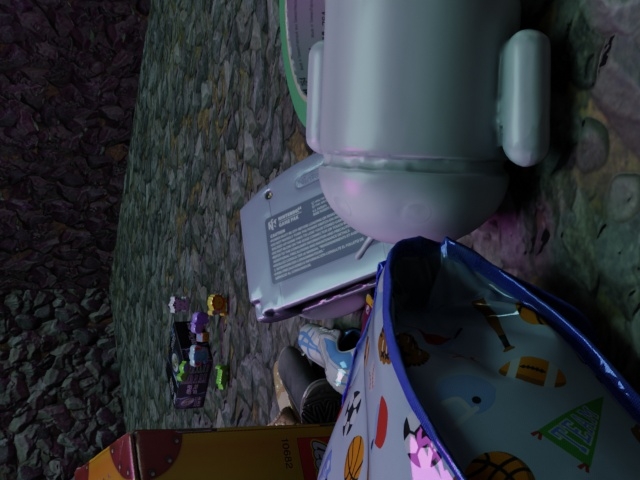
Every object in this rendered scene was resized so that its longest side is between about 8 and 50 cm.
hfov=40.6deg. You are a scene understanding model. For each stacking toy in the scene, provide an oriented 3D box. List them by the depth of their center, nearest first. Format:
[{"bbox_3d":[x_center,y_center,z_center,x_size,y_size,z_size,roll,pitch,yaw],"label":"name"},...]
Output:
[{"bbox_3d":[-0.287,0.234,2.037,0.167,0.052,0.221,-1,89,45],"label":"stacking toy"}]

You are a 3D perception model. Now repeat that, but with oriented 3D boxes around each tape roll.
[{"bbox_3d":[0.012,-0.319,1.240,0.321,0.077,0.321,175,90,-76],"label":"tape roll"}]

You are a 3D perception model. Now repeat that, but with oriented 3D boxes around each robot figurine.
[{"bbox_3d":[0.101,-0.146,0.898,0.300,0.200,0.353,10,100,44],"label":"robot figurine"}]

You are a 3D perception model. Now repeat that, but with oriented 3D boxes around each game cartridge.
[{"bbox_3d":[0.018,-0.023,1.149,0.297,0.062,0.198,-23,61,35],"label":"game cartridge"}]

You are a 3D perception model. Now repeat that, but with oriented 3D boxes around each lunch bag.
[{"bbox_3d":[0.136,0.227,0.772,0.385,0.239,0.327,55,143,45],"label":"lunch bag"}]

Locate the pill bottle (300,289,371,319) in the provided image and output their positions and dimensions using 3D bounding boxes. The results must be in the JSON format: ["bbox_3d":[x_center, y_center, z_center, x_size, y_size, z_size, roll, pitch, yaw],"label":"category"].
[{"bbox_3d":[0.000,0.000,1.278,0.117,0.117,0.214,124,140,-56],"label":"pill bottle"}]

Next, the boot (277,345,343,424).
[{"bbox_3d":[-0.017,0.234,1.372,0.208,0.076,0.189,-111,16,-54],"label":"boot"}]

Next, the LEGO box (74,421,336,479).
[{"bbox_3d":[-0.065,0.482,1.034,0.193,0.373,0.499,-39,54,44],"label":"LEGO box"}]

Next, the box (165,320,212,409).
[{"bbox_3d":[-0.341,0.320,2.226,0.147,0.078,0.180,-115,32,-46],"label":"box"}]

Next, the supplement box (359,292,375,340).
[{"bbox_3d":[0.098,0.169,1.074,0.104,0.081,0.188,-131,45,-59],"label":"supplement box"}]

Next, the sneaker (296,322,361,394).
[{"bbox_3d":[0.030,0.160,1.276,0.086,0.085,0.237,-62,20,1],"label":"sneaker"}]

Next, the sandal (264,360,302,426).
[{"bbox_3d":[-0.074,0.324,1.526,0.088,0.079,0.240,116,147,-49],"label":"sandal"}]
